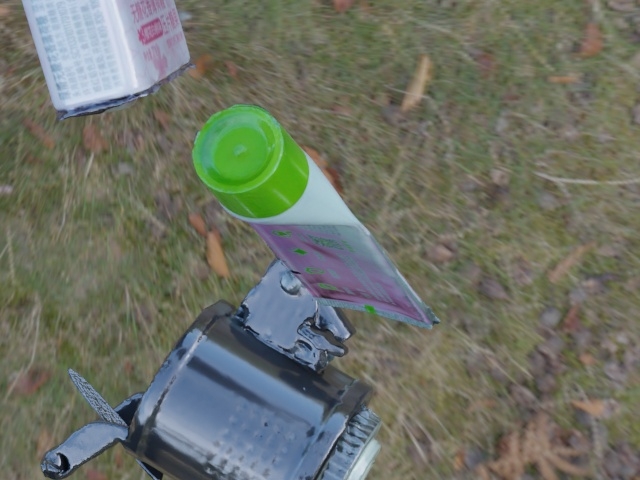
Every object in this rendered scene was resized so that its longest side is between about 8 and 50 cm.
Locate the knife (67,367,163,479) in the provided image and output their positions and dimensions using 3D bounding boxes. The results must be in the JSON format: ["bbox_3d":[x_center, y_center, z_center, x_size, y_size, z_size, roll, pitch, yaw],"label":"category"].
[{"bbox_3d":[-0.236,0.211,1.792,0.170,0.023,0.010,48,134,8],"label":"knife"}]

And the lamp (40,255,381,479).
[{"bbox_3d":[-0.076,0.213,1.721,0.374,0.205,0.272,-42,85,14],"label":"lamp"}]

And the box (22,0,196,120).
[{"bbox_3d":[-0.227,-0.306,1.460,0.112,0.190,0.369,-13,105,16],"label":"box"}]

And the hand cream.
[{"bbox_3d":[0.000,0.001,0.894,0.079,0.275,0.050,41,87,26],"label":"hand cream"}]
